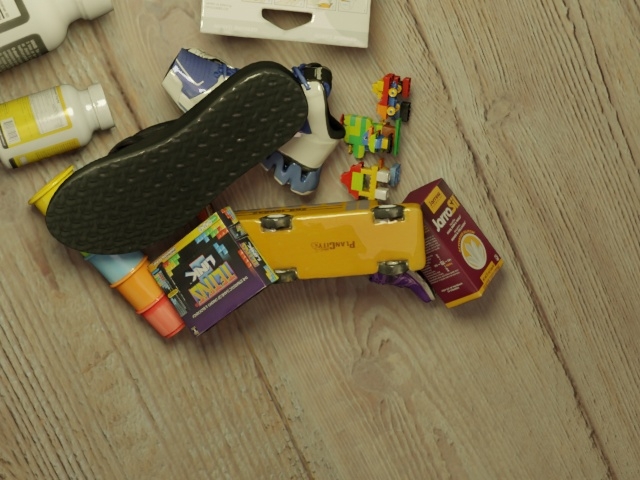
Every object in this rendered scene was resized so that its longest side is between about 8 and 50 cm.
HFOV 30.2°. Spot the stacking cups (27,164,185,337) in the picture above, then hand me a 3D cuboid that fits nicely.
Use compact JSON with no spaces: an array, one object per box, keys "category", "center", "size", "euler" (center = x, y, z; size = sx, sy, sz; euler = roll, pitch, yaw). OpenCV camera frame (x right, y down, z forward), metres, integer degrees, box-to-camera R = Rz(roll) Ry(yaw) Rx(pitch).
[{"category":"stacking cups","center":[-0.335,0.030,1.915],"size":[0.096,0.096,0.316],"euler":[-39,102,-3]}]

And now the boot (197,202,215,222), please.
[{"category":"boot","center":[-0.234,-0.081,1.941],"size":[0.084,0.059,0.158],"euler":[-35,93,-1]}]

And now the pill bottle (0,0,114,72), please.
[{"category":"pill bottle","center":[-0.510,-0.354,1.778],"size":[0.363,0.210,0.210],"euler":[-24,100,-7]}]

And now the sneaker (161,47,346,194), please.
[{"category":"sneaker","center":[-0.081,-0.231,1.888],"size":[0.315,0.127,0.182],"euler":[35,112,-19]}]

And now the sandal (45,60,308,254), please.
[{"category":"sandal","center":[-0.219,-0.123,1.832],"size":[0.446,0.107,0.167],"euler":[-31,120,5]}]

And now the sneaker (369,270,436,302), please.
[{"category":"sneaker","center":[0.123,0.054,2.023],"size":[0.170,0.068,0.071],"euler":[36,105,-4]}]

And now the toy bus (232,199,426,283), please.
[{"category":"toy bus","center":[0.000,0.000,1.914],"size":[0.332,0.130,0.108],"euler":[-5,101,4]}]

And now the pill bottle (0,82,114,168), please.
[{"category":"pill bottle","center":[-0.423,-0.186,1.868],"size":[0.184,0.103,0.103],"euler":[-19,100,-7]}]

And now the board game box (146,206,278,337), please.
[{"category":"board game box","center":[-0.172,0.051,1.871],"size":[0.170,0.048,0.141],"euler":[-37,86,29]}]

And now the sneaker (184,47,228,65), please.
[{"category":"sneaker","center":[-0.187,-0.294,1.930],"size":[0.083,0.037,0.032],"euler":[15,96,-10]}]

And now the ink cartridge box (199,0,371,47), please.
[{"category":"ink cartridge box","center":[-0.049,-0.430,1.842],"size":[0.275,0.060,0.239],"euler":[3,99,-12]}]

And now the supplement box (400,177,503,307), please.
[{"category":"supplement box","center":[0.209,0.004,1.991],"size":[0.188,0.081,0.104],"euler":[53,46,-12]}]

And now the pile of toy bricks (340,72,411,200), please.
[{"category":"pile of toy bricks","center":[0.080,-0.182,1.969],"size":[0.105,0.118,0.212],"euler":[12,113,16]}]
